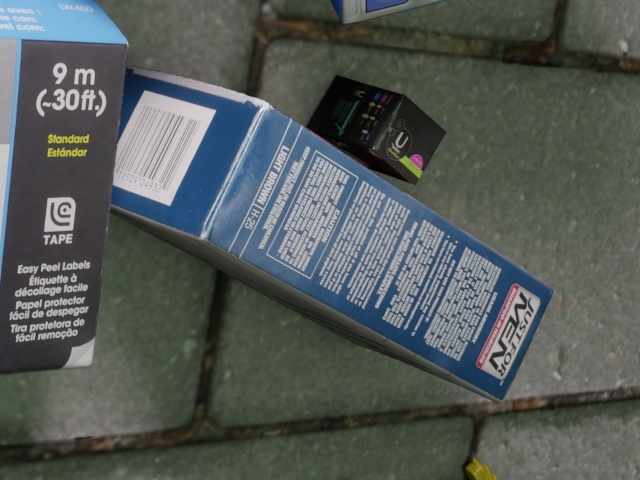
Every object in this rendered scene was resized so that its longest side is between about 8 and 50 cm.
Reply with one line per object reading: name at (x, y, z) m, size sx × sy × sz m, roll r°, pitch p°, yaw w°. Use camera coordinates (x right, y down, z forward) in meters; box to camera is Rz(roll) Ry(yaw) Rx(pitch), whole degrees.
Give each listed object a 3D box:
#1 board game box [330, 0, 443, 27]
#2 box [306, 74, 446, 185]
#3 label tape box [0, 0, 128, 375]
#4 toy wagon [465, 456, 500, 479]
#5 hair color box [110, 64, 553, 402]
board game box at (0.139, -0.310, 1.009) m, size 0.302 × 0.086 × 0.308 m, roll -15°, pitch 140°, yaw -12°
box at (0.044, -0.087, 1.253) m, size 0.062 × 0.083 × 0.052 m, roll 37°, pitch 80°, yaw -42°
label tape box at (-0.250, -0.081, 0.987) m, size 0.240 × 0.106 × 0.334 m, roll -3°, pitch 107°, yaw -41°
toy wagon at (0.063, 0.339, 1.429) m, size 0.344 × 0.068 × 0.267 m, roll -44°, pitch 129°, yaw -20°
hair color box at (0.000, 0.000, 1.185) m, size 0.347 × 0.174 × 0.105 m, roll 31°, pitch 82°, yaw -43°
